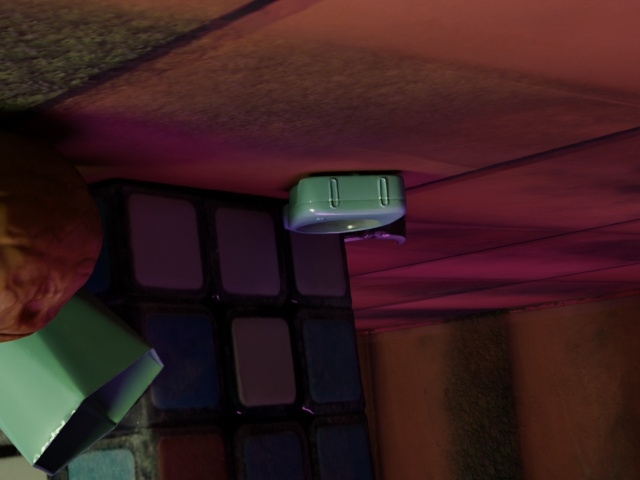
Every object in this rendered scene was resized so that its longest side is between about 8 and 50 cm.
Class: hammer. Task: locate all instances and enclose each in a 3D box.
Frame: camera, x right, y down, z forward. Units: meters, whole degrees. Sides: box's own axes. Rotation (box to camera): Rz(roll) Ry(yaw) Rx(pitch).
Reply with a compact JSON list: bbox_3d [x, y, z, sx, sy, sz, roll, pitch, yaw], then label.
[{"bbox_3d":[0.000,0.000,1.533,0.246,0.029,0.103,-10,170,42],"label":"hammer"}]

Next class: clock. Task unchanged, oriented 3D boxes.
[{"bbox_3d":[0.014,-0.033,1.231,0.108,0.045,0.147,-1,172,-18],"label":"clock"}]

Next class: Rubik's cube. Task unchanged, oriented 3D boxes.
[{"bbox_3d":[-0.183,0.149,1.310,0.359,0.363,0.362,-13,165,39],"label":"Rubik's cube"}]

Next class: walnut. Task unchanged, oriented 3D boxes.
[{"bbox_3d":[-0.249,-0.003,0.886,0.167,0.167,0.207,-8,174,21],"label":"walnut"}]

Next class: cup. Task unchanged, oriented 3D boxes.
[{"bbox_3d":[-0.262,0.067,1.032,0.148,0.236,0.134,-39,165,-44],"label":"cup"}]
